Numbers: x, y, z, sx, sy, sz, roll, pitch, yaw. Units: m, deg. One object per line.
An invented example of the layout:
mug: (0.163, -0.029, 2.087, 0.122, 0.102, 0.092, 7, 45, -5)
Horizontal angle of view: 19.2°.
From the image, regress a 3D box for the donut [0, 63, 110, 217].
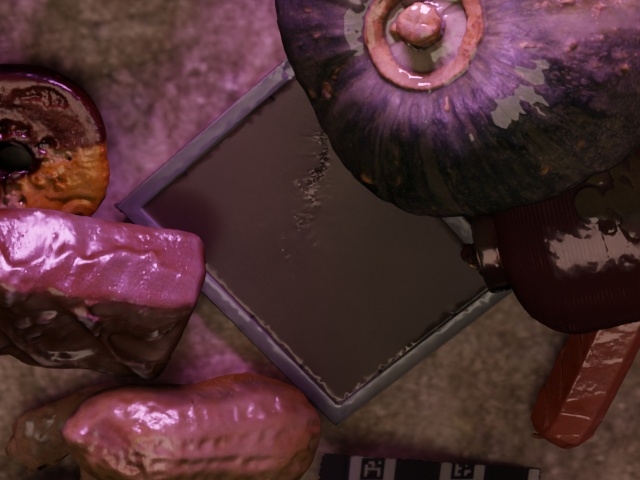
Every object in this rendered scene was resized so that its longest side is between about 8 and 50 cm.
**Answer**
donut: (-0.270, -0.079, 1.629, 0.184, 0.073, 0.166, -11, 111, 8)

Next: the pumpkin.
pumpkin: (0.116, -0.187, 1.436, 0.292, 0.257, 0.327, -15, 93, 16)

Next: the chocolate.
chocolate: (-0.206, 0.053, 1.626, 0.214, 0.093, 0.148, 10, 145, -17)

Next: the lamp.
lamp: (0.245, -0.019, 1.568, 0.258, 0.180, 0.180, -11, 112, 12)

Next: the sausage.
sausage: (0.236, 0.119, 1.680, 0.065, 0.065, 0.169, 21, 112, -5)

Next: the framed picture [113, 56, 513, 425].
framed picture: (0.000, 0.000, 1.672, 0.231, 0.018, 0.293, -39, 105, 19)

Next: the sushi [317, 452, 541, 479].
sushi: (0.092, 0.299, 1.732, 0.215, 0.050, 0.192, 6, 107, -15)

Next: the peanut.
peanut: (-0.115, 0.174, 1.683, 0.236, 0.120, 0.110, 1, 133, -20)

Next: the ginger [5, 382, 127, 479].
ginger: (-0.222, 0.253, 1.768, 0.149, 0.065, 0.258, 6, 105, 6)
